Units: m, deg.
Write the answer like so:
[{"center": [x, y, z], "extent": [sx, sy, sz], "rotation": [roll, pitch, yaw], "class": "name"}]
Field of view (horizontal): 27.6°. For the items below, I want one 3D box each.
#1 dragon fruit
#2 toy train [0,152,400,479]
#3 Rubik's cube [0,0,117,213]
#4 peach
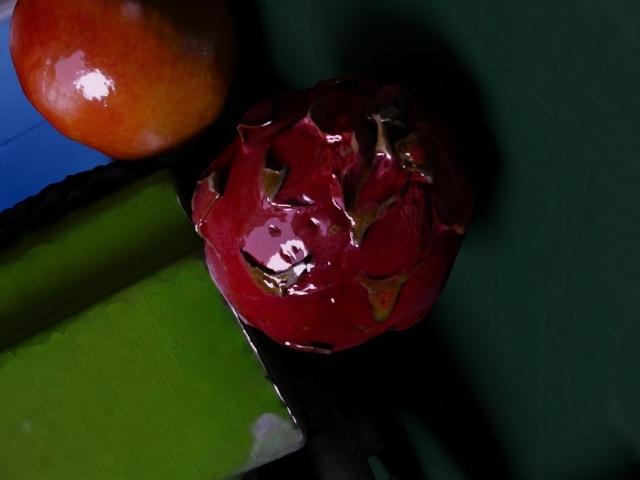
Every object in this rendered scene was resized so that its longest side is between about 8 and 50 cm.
[{"center": [0.000, 0.000, 0.482], "extent": [0.094, 0.094, 0.190], "rotation": [56, 167, 5], "class": "dragon fruit"}, {"center": [-0.072, 0.085, 0.617], "extent": [0.248, 0.174, 0.307], "rotation": [63, 179, -7], "class": "toy train"}, {"center": [-0.332, -0.084, 0.885], "extent": [0.291, 0.290, 0.291], "rotation": [48, 161, 27], "class": "Rubik's cube"}, {"center": [-0.081, -0.078, 0.543], "extent": [0.100, 0.101, 0.100], "rotation": [50, 161, 24], "class": "peach"}]
